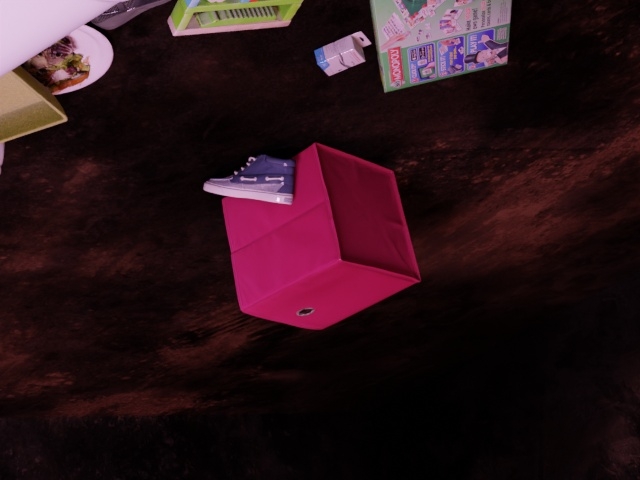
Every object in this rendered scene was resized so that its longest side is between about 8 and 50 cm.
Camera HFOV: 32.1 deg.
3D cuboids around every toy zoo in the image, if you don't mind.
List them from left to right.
[{"bbox_3d":[-0.074,-0.377,1.494,0.192,0.030,0.293,-12,161,-31],"label":"toy zoo"}]

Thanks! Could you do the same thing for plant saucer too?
[{"bbox_3d":[-0.490,-0.222,1.609,0.188,0.045,0.188,-13,143,30],"label":"plant saucer"}]

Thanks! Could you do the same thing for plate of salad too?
[{"bbox_3d":[-0.405,-0.259,1.634,0.200,0.048,0.200,-9,157,-4],"label":"plate of salad"}]

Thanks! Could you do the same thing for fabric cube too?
[{"bbox_3d":[0.000,0.000,2.171,0.258,0.259,0.254,-28,152,33],"label":"fabric cube"}]

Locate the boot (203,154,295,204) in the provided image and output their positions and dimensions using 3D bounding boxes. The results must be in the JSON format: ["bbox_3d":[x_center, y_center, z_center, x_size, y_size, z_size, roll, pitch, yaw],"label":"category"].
[{"bbox_3d":[-0.131,-0.121,2.085,0.190,0.086,0.069,9,-178,25],"label":"boot"}]

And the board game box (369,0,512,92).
[{"bbox_3d":[0.188,-0.347,1.722,0.214,0.046,0.317,-12,158,2],"label":"board game box"}]

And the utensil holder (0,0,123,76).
[{"bbox_3d":[-0.401,-0.306,1.124,0.386,0.327,0.328,-27,153,22],"label":"utensil holder"}]

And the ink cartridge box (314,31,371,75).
[{"bbox_3d":[0.039,-0.300,1.781,0.083,0.028,0.048,-21,156,19],"label":"ink cartridge box"}]

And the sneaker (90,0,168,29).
[{"bbox_3d":[-0.255,-0.353,1.434,0.228,0.087,0.130,-20,163,32],"label":"sneaker"}]

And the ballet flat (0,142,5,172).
[{"bbox_3d":[-0.635,-0.077,1.843,0.139,0.139,0.400,8,151,-39],"label":"ballet flat"}]
